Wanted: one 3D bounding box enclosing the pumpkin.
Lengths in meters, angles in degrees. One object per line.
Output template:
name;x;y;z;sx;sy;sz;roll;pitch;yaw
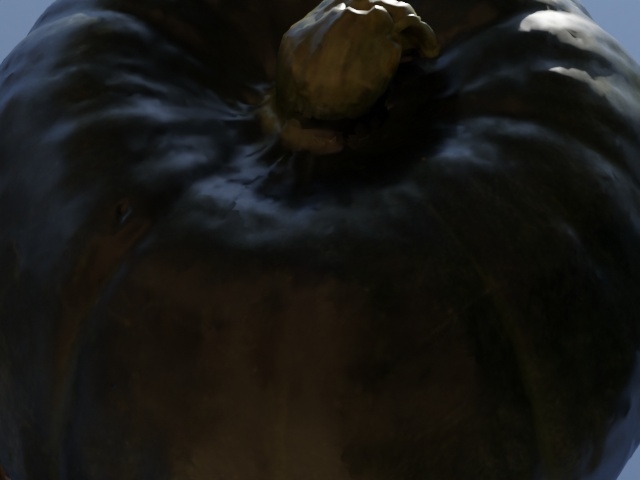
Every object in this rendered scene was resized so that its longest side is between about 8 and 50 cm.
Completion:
pumpkin;0.000;0.000;0.761;0.300;0.207;0.300;0;-132;0

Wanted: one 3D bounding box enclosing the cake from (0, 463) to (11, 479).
cake;-0.205;0.198;1.117;0.178;0.185;0.208;2;-116;-34
